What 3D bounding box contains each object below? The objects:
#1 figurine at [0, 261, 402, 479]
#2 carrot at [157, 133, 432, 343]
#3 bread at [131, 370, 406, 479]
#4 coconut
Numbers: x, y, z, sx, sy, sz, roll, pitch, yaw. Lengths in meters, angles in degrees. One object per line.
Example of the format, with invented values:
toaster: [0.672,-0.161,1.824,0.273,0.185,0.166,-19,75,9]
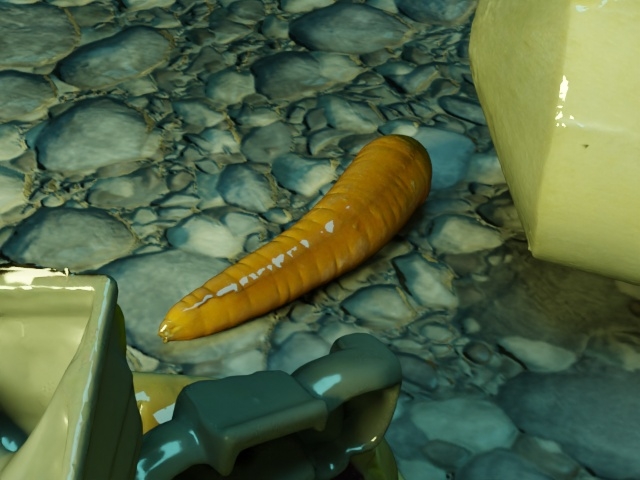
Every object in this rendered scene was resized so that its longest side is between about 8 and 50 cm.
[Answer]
figurine: [-0.120,0.149,0.670,0.343,0.285,0.167,-20,62,9]
carrot: [0.000,0.000,1.068,0.066,0.062,0.271,46,50,2]
bread: [-0.060,0.122,0.837,0.225,0.134,0.081,7,69,6]
coconut: [0.242,-0.105,1.038,0.323,0.323,0.323,2,36,-1]
